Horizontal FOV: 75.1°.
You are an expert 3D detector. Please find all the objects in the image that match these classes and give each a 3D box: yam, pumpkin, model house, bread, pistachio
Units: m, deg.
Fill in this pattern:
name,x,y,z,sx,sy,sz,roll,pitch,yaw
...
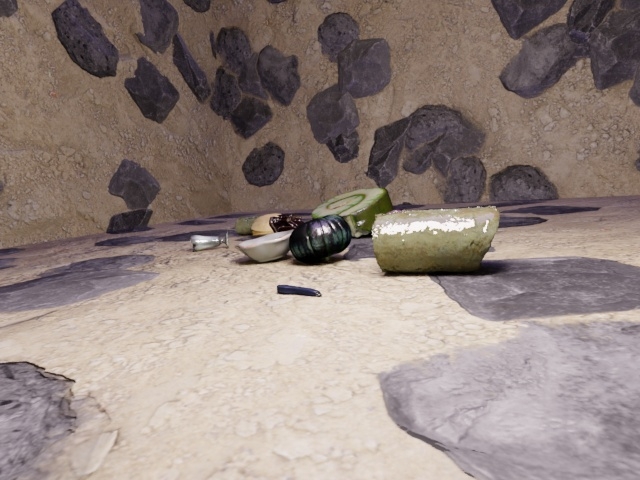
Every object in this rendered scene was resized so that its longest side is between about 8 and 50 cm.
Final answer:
name,x,y,z,sx,sy,sz,roll,pitch,yaw
yam,-0.343,-0.080,2.179,0.194,0.107,0.107,-4,8,12
pumpkin,0.000,0.000,1.304,0.201,0.140,0.202,-17,-3,-1
model house,-0.088,-0.050,1.714,0.164,0.141,0.203,-12,1,27
bread,0.143,-0.117,1.867,0.366,0.129,0.382,-21,19,1
yam,0.291,0.000,1.060,0.304,0.168,0.168,-2,8,15
pistachio,-0.245,-0.068,1.992,0.200,0.117,0.145,-2,13,18

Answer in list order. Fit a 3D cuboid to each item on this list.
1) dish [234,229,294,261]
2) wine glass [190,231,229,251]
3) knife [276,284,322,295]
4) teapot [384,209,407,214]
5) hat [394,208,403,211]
name,x,y,z,sx,sy,sz,roll,pitch,yaw
dish,-0.170,0.027,1.398,0.229,0.081,0.229,-12,7,2
wine glass,-0.465,0.005,1.754,0.155,0.072,0.072,-5,8,-11
knife,-0.049,0.114,0.949,0.121,0.018,0.031,2,3,33
teapot,0.240,-0.020,1.287,0.116,0.146,0.148,-5,8,-5
hat,0.319,-0.097,2.004,0.205,0.089,0.205,-7,4,1
